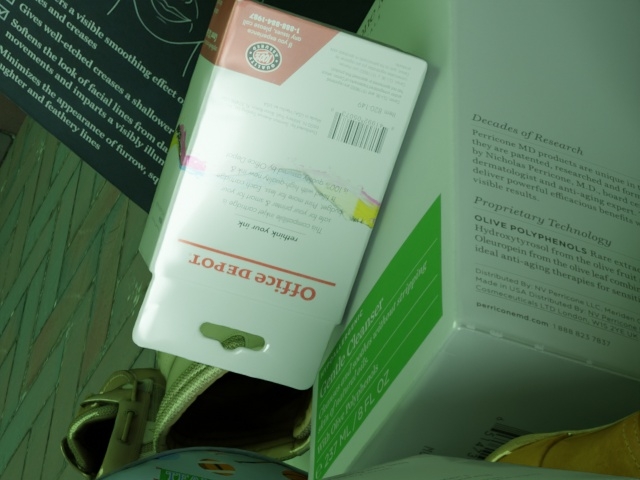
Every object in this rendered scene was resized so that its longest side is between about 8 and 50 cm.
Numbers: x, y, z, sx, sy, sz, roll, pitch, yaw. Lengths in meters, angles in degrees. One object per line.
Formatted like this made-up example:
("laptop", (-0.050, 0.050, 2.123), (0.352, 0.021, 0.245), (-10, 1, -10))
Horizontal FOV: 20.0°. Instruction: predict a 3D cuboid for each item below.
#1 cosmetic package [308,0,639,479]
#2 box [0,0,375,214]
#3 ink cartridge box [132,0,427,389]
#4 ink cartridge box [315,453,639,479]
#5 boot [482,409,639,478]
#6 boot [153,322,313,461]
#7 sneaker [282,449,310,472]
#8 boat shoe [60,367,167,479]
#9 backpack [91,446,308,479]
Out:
("cosmetic package", (0.101, -0.013, 1.059), (0.365, 0.155, 0.197), (-89, 22, -44))
("box", (-0.064, -0.232, 1.457), (0.395, 0.293, 0.212), (-53, -5, 39))
("ink cartridge box", (-0.030, -0.027, 1.018), (0.067, 0.115, 0.198), (-135, 63, -73))
("ink cartridge box", (0.112, 0.198, 0.664), (0.353, 0.119, 0.207), (-2, 95, 57))
("boot", (0.144, 0.166, 0.816), (0.295, 0.104, 0.211), (-60, 22, 30))
("boot", (0.006, 0.048, 1.196), (0.262, 0.095, 0.203), (-24, 19, 6))
("sneaker", (0.016, 0.122, 1.282), (0.123, 0.106, 0.290), (-59, 30, 21))
("boat shoe", (-0.199, 0.191, 1.831), (0.121, 0.110, 0.341), (-69, 17, 3))
("backpack", (-0.052, 0.239, 1.054), (0.213, 0.276, 0.263), (-63, -14, 9))
